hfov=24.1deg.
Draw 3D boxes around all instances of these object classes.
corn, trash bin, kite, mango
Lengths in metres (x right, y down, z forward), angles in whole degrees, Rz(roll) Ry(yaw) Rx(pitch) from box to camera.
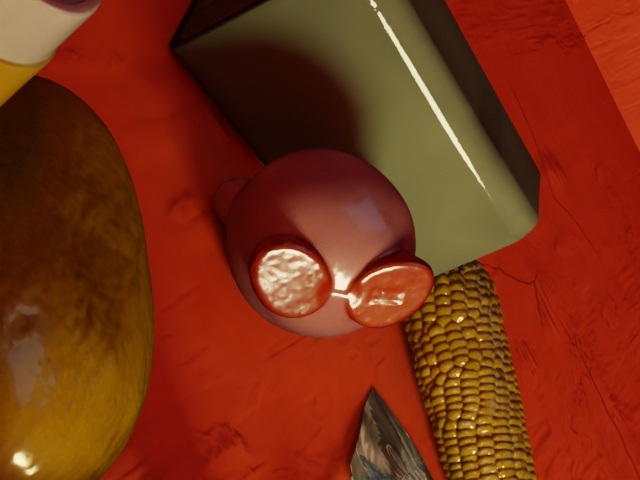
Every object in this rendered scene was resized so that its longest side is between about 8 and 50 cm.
[{"bbox_3d":[0.152,0.159,1.532,0.106,0.106,0.305,22,52,-55],"label":"corn"},{"bbox_3d":[0.045,-0.128,1.461,0.343,0.223,0.158,56,26,-23],"label":"trash bin"},{"bbox_3d":[0.059,0.262,1.347,0.169,0.015,0.310,60,24,-11],"label":"kite"},{"bbox_3d":[-0.182,0.039,0.943,0.195,0.142,0.332,58,24,-27],"label":"mango"}]

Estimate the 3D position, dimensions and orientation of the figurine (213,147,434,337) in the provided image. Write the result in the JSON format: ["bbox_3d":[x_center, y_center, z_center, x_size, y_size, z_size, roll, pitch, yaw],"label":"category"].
[{"bbox_3d":[0.000,0.000,1.308,0.173,0.173,0.173,44,31,-36],"label":"figurine"}]

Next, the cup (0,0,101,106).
[{"bbox_3d":[-0.248,-0.108,0.851,0.185,0.226,0.241,33,31,-48],"label":"cup"}]
